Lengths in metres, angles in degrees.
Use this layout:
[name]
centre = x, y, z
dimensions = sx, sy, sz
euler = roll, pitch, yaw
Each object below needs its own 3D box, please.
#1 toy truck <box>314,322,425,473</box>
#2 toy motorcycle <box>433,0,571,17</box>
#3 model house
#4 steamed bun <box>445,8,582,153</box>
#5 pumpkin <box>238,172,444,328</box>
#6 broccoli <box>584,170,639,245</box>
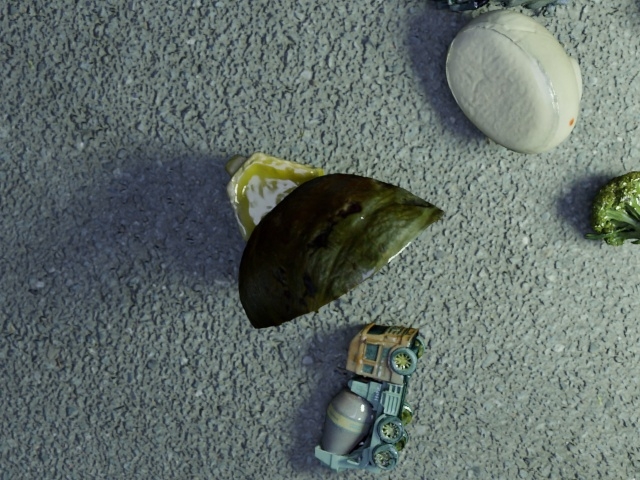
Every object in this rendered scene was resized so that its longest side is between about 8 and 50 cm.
[toy truck]
centre = 0.078, 0.259, 1.499
dimensions = 0.140, 0.108, 0.256
euler = 12, 100, 14
[toy motorcycle]
centre = 0.298, -0.395, 1.403
dimensions = 0.270, 0.159, 0.106
euler = -8, 87, 18
[model house]
centre = -0.036, -0.052, 1.420
dimensions = 0.175, 0.193, 0.234
euler = -43, 91, 6
[steamed bun]
centre = 0.301, -0.243, 1.406
dimensions = 0.131, 0.177, 0.228
euler = -31, 80, -39
[pumpkin]
centre = 0.000, 0.000, 1.241
dimensions = 0.312, 0.169, 0.148
euler = -37, 95, 3
[broccoli]
centre = 0.484, -0.046, 1.442
dimensions = 0.131, 0.120, 0.130
euler = 2, 127, -31
